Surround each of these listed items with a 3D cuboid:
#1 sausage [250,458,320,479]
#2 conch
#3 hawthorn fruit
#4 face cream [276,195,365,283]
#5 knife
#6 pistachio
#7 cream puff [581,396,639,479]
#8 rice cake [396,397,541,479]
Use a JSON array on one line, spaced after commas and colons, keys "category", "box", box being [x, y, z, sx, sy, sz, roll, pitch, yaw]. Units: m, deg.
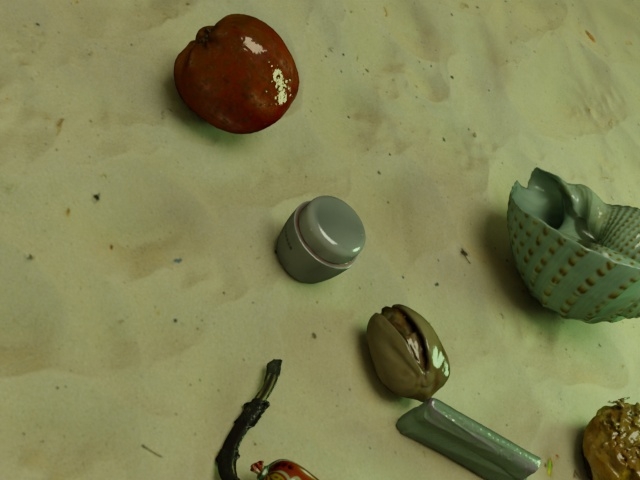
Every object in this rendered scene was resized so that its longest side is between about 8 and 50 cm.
[{"category": "sausage", "box": [0.017, 0.358, 1.398, 0.264, 0.083, 0.083, 40, 40, -7]}, {"category": "conch", "box": [0.453, 0.031, 1.952, 0.319, 0.215, 0.303, 30, 24, 29]}, {"category": "hawthorn fruit", "box": [-0.122, -0.247, 1.690, 0.189, 0.189, 0.189, 24, 45, -26]}, {"category": "face cream", "box": [0.000, 0.000, 1.646, 0.117, 0.104, 0.117, 23, 46, -26]}, {"category": "knife", "box": [-0.091, 0.229, 1.438, 0.222, 0.045, 0.021, -69, 148, -51]}, {"category": "pistachio", "box": [0.124, 0.161, 1.633, 0.113, 0.113, 0.149, 5, 50, -40]}, {"category": "cream puff", "box": [0.509, 0.341, 1.811, 0.189, 0.129, 0.189, 27, 43, -28]}, {"category": "rice cake", "box": [0.220, 0.294, 1.625, 0.222, 0.080, 0.042, 32, 39, -19]}]
